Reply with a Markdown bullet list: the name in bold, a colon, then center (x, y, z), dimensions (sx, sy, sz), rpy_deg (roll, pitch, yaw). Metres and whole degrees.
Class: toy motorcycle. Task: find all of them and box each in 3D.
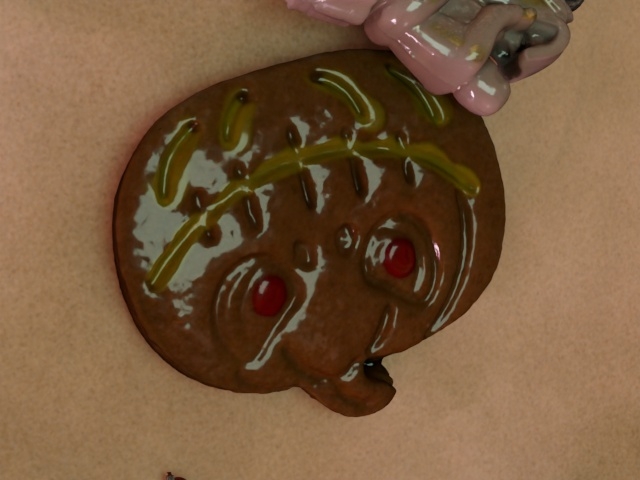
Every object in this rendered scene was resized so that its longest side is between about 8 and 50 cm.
- **toy motorcycle**: center (0.116, -0.225, 1.714), dimensions (0.340, 0.108, 0.223), rpy_deg (11, 66, -29)

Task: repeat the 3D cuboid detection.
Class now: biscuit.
- **biscuit**: center (0.004, 0.001, 1.719), dimensions (0.394, 0.070, 0.350), rpy_deg (-24, 105, -23)

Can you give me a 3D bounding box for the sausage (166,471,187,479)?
- **sausage**: center (-0.093, 0.308, 1.725), dimensions (0.029, 0.029, 0.223), rpy_deg (-32, 108, -20)
